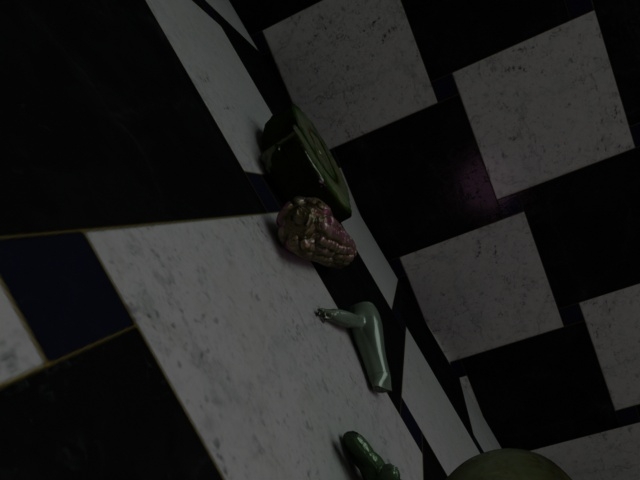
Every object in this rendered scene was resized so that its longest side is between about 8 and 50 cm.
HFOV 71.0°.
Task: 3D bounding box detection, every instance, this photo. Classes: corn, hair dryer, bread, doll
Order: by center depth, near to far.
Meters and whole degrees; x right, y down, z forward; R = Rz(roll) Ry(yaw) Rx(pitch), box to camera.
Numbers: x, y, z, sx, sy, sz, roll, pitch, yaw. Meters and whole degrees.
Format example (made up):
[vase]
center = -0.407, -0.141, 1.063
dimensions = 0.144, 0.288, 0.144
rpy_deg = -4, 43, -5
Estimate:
[doll]
center = 0.079, 0.350, 0.656
dimensions = 0.150, 0.078, 0.115
rpy_deg = 53, -28, 18
[hair dryer]
center = 0.067, 0.205, 0.958
dimensions = 0.237, 0.075, 0.206
rpy_deg = 36, 32, -43
[corn]
center = 0.000, -0.003, 1.024
dimensions = 0.126, 0.127, 0.335
rpy_deg = 64, 8, 20
[bread]
center = -0.046, -0.202, 1.251
dimensions = 0.366, 0.129, 0.382
rpy_deg = 65, 15, 12

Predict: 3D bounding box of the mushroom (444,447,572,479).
[mushroom]
center = 0.257, 0.452, 0.564
dimensions = 0.352, 0.261, 0.351
rpy_deg = -5, 90, -67
